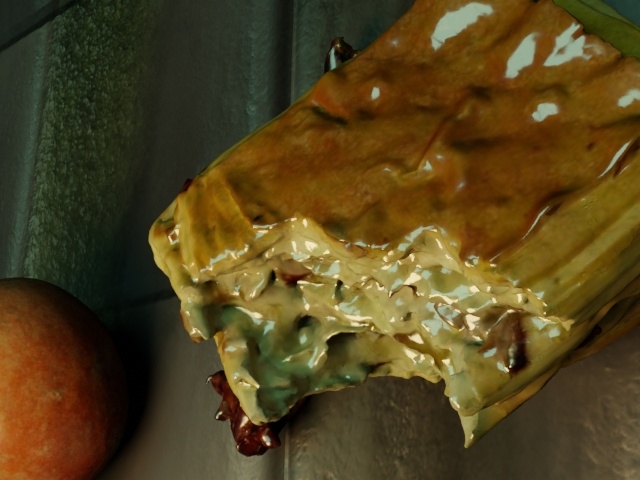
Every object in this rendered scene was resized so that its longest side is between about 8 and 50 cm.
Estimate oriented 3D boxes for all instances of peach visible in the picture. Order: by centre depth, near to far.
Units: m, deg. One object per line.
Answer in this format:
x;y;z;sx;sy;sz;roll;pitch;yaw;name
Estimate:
-0.324;0.173;1.055;0.252;0.252;0.252;-18;62;39;peach

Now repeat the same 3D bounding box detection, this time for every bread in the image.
0.085;-0.002;0.704;0.370;0.191;0.314;-40;47;3;bread

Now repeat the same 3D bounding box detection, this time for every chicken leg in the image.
0.000;0.000;0.905;0.158;0.096;0.406;-7;66;64;chicken leg
